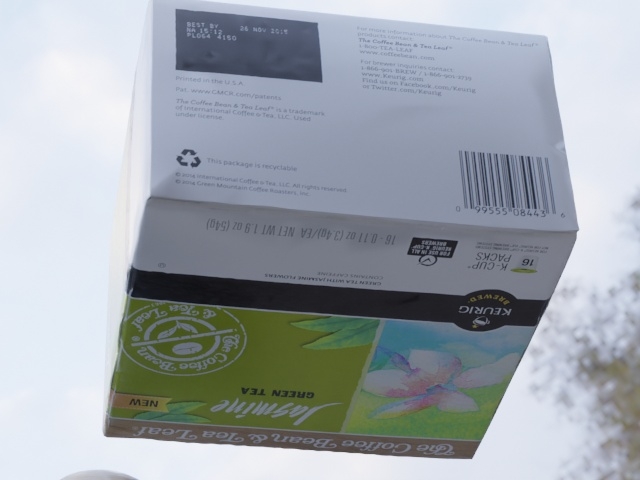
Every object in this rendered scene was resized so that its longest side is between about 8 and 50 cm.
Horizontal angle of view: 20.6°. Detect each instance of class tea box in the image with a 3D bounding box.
[{"bbox_3d":[0.000,0.000,1.443,0.329,0.220,0.323,4,-39,-9],"label":"tea box"}]

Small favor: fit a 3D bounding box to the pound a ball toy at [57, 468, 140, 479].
[{"bbox_3d":[-0.131,0.363,1.437,0.135,0.208,0.319,-12,-64,28],"label":"pound a ball toy"}]
